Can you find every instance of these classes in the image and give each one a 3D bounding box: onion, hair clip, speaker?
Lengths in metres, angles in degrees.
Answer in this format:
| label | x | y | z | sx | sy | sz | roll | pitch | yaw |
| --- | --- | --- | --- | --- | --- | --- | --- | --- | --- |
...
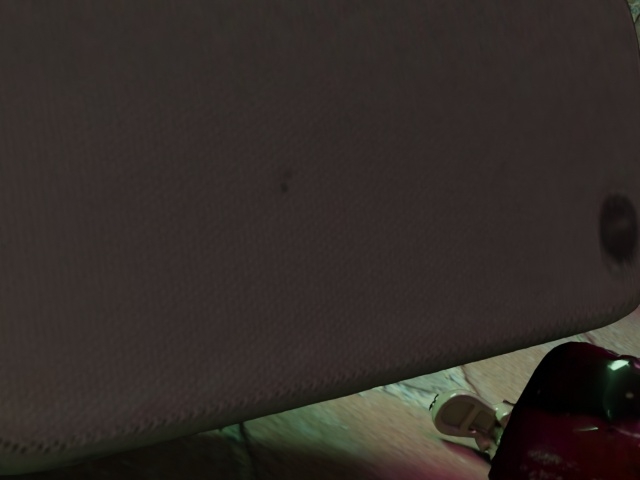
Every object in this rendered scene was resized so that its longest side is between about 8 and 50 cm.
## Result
| label | x | y | z | sx | sy | sz | roll | pitch | yaw |
| --- | --- | --- | --- | --- | --- | --- | --- | --- | --- |
| onion | 0.149 | 0.140 | 0.640 | 0.195 | 0.140 | 0.218 | 25 | -9 | -23 |
| hair clip | 0.168 | 0.137 | 0.846 | 0.226 | 0.034 | 0.072 | 15 | 23 | -41 |
| speaker | -0.042 | -0.025 | 0.572 | 0.406 | 0.183 | 0.184 | -9 | 3 | -43 |
